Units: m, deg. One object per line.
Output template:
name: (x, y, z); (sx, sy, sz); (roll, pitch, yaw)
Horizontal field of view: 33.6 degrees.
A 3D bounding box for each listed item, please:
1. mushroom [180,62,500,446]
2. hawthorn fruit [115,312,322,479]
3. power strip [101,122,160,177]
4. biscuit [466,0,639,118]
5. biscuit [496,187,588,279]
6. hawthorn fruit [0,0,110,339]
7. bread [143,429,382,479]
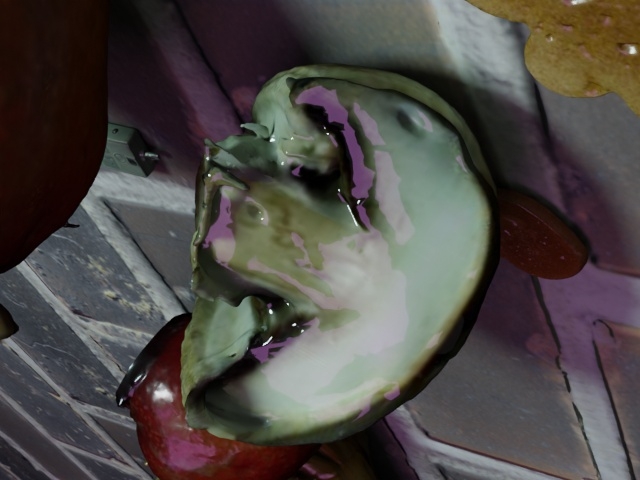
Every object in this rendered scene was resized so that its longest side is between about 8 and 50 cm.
mushroom: (0.008, -0.002, 0.715); (0.190, 0.164, 0.267); (7, 116, -5)
hawthorn fruit: (-0.082, 0.171, 1.106); (0.251, 0.189, 0.189); (8, 151, 2)
power strip: (-0.195, -0.085, 0.927); (0.136, 0.019, 0.051); (16, 148, 27)
biscuit: (0.129, -0.135, 0.498); (0.225, 0.036, 0.166); (33, 153, 1)
biscuit: (0.139, -0.004, 0.733); (0.091, 0.015, 0.078); (41, 153, -19)
hawthorn fruit: (-0.274, -0.106, 0.658); (0.295, 0.311, 0.295); (12, -173, -2)
bread: (-0.065, 0.330, 1.323); (0.314, 0.191, 0.370); (17, 152, 23)
